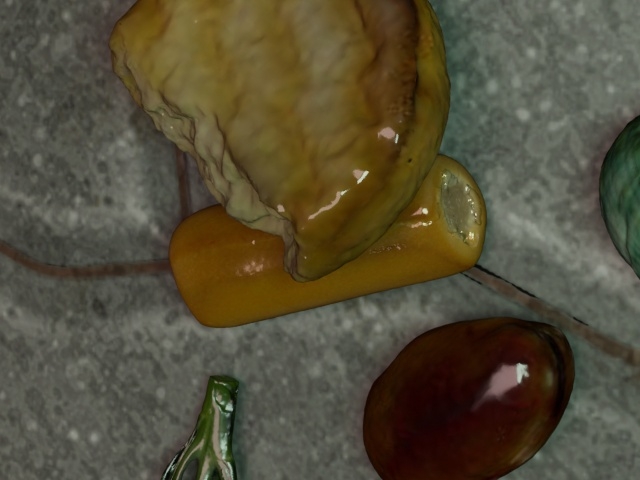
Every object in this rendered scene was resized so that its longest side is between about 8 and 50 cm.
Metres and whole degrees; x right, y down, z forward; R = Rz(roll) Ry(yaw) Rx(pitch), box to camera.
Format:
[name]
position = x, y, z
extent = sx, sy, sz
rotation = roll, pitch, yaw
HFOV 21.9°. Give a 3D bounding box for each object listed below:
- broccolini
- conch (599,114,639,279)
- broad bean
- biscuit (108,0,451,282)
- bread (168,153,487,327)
[broccolini]
position = -0.090, 0.205, 1.277
extent = 0.091, 0.068, 0.202
rotation = 17, 86, 12
[conch]
position = 0.267, -0.027, 1.034
extent = 0.188, 0.122, 0.175
rotation = -22, 60, 23
[broad bean]
position = 0.098, 0.115, 1.151
extent = 0.165, 0.084, 0.114
rotation = -23, 67, 32
[biscuit]
position = -0.014, -0.111, 1.155
extent = 0.213, 0.091, 0.274
rotation = -40, 53, 5
[bread]
position = 0.000, 0.000, 1.194
extent = 0.239, 0.074, 0.092
rotation = -14, 82, 26
